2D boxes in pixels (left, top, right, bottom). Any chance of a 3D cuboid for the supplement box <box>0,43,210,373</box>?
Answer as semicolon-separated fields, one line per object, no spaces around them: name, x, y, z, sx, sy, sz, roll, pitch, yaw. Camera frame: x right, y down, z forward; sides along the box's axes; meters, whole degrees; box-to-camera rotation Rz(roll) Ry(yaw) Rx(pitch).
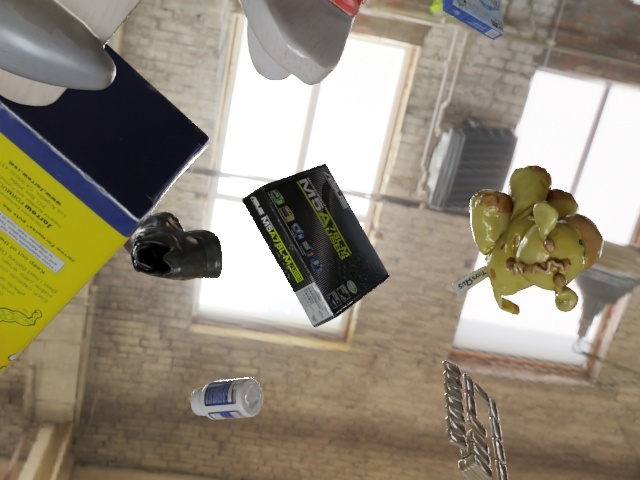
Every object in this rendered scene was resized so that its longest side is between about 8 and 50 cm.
supplement box;-0.321;-0.027;0.851;0.195;0.356;0.194;42;-147;-12

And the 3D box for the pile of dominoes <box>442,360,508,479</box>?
pile of dominoes;0.297;0.369;1.575;0.196;0.040;0.251;45;-154;-21

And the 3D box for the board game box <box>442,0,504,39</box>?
board game box;0.183;-0.299;0.942;0.090;0.090;0.020;18;155;-34

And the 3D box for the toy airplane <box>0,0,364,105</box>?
toy airplane;-0.127;-0.236;0.470;0.384;0.386;0.272;14;-144;26

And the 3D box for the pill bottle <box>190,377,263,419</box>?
pill bottle;-0.165;0.277;1.362;0.120;0.067;0.067;-12;-173;32

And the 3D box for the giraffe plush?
giraffe plush;0.286;0.005;1.016;0.181;0.210;0.170;45;169;-11

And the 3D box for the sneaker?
sneaker;-0.303;0.012;1.444;0.130;0.109;0.286;-10;-166;-41

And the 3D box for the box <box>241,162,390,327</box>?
box;0.000;0.000;1.041;0.190;0.045;0.184;61;-147;2
